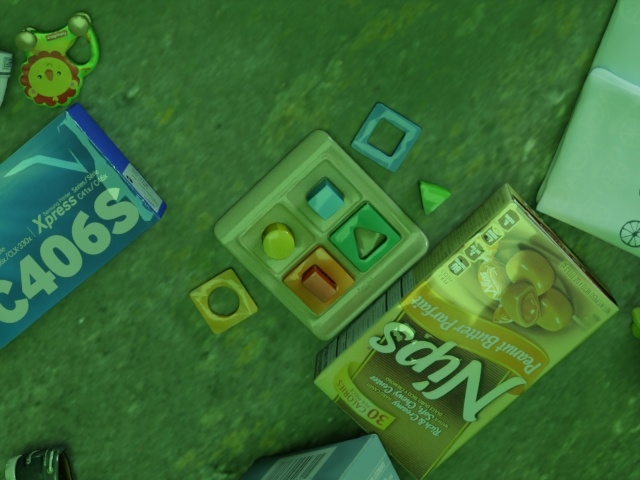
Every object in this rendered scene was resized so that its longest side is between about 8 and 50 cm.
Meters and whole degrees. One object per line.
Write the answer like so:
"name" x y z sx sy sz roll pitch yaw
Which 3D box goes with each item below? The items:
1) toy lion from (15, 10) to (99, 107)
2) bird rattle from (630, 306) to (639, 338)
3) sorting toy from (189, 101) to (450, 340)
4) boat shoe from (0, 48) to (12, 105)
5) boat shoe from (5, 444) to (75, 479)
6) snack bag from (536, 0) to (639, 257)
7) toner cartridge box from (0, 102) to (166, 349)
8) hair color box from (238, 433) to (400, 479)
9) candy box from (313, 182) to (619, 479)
"toy lion" -0.297 -0.201 1.490 0.100 0.034 0.096 -17 110 3
"bird rattle" 0.478 0.102 1.482 0.253 0.143 0.207 -14 140 12
"sorting toy" 0.000 0.000 1.531 0.347 0.047 0.196 -43 100 9
"boat shoe" -0.482 -0.198 1.460 0.267 0.096 0.088 12 99 -12
"boat shoe" -0.303 0.360 1.596 0.079 0.084 0.233 -20 100 5
"snack bag" 0.417 -0.133 1.407 0.323 0.037 0.343 30 105 36
"toner cartridge box" -0.363 0.014 1.517 0.348 0.075 0.165 -39 100 8
"hair color box" 0.051 0.430 1.567 0.185 0.113 0.374 -18 105 34
"candy box" 0.166 0.109 1.530 0.183 0.087 0.316 44 103 -10
